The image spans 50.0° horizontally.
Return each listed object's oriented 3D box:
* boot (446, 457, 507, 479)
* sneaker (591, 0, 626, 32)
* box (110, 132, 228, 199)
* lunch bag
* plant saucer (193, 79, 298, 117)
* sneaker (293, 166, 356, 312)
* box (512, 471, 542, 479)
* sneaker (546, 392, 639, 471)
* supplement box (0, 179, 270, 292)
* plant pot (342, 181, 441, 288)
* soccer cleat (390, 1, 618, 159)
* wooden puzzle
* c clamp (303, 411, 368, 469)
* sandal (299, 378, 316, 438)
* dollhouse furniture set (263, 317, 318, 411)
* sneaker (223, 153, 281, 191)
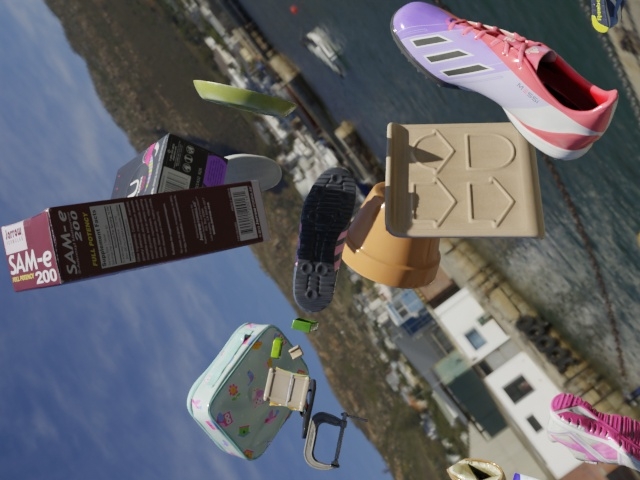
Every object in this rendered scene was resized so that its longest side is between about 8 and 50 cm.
[{"bbox_3d":[0.360,0.611,1.648,0.269,0.236,0.089,58,-142,-36],"label":"boot"},{"bbox_3d":[0.591,-0.505,1.407,0.053,0.059,0.144,47,157,52],"label":"sneaker"},{"bbox_3d":[-0.333,-0.092,1.450,0.143,0.270,0.165,22,-115,-33],"label":"box"},{"bbox_3d":[-0.160,0.331,1.566,0.108,0.279,0.224,-5,129,46],"label":"lunch bag"},{"bbox_3d":[-0.172,-0.317,1.559,0.241,0.037,0.241,12,-173,-2],"label":"plant saucer"},{"bbox_3d":[0.000,0.000,1.503,0.112,0.319,0.131,15,171,-1],"label":"sneaker"},{"bbox_3d":[0.448,0.500,1.297,0.126,0.072,0.137,29,163,-36],"label":"box"},{"bbox_3d":[0.607,0.432,1.488,0.252,0.103,0.111,27,132,18],"label":"sneaker"},{"bbox_3d":[-0.187,-0.007,0.720,0.239,0.130,0.073,-12,-89,-42],"label":"supplement box"},{"bbox_3d":[0.215,-0.031,1.907,0.291,0.203,0.291,13,-152,-7],"label":"plant pot"},{"bbox_3d":[0.236,-0.233,0.895,0.318,0.108,0.116,38,157,9],"label":"soccer cleat"},{"bbox_3d":[0.323,-0.131,1.577,0.080,0.348,0.322,87,-173,-58],"label":"wooden puzzle"},{"bbox_3d":[0.028,0.486,1.665,0.137,0.160,0.022,18,-176,19],"label":"c clamp"},{"bbox_3d":[-0.041,0.439,1.821,0.179,0.040,0.067,-78,-1,-47],"label":"sandal"},{"bbox_3d":[-0.045,0.210,1.180,0.076,0.151,0.058,11,177,10],"label":"dollhouse furniture set"},{"bbox_3d":[-0.253,-0.184,1.762,0.169,0.292,0.108,-113,18,-64],"label":"sneaker"}]
